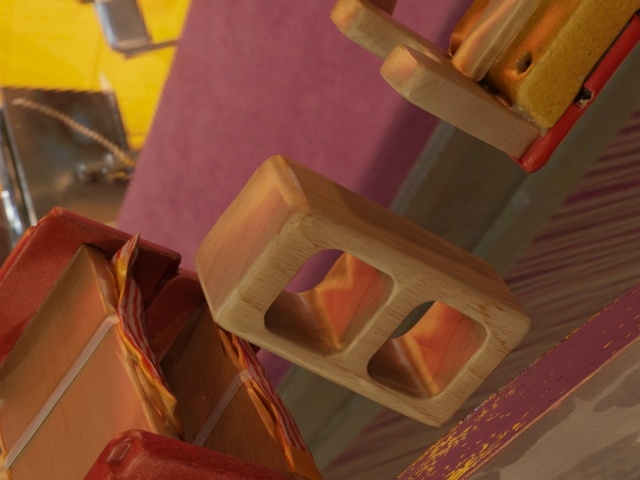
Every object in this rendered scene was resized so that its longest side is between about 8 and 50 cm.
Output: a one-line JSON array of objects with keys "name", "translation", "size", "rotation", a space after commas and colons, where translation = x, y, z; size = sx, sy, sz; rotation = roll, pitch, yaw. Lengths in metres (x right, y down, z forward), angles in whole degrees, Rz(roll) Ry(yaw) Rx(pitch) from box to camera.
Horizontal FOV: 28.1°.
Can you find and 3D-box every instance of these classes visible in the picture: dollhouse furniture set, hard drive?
[{"name": "dollhouse furniture set", "translation": [0.000, 0.000, 0.552], "size": [0.374, 0.152, 0.201], "rotation": [-53, 34, 15]}, {"name": "hard drive", "translation": [0.104, 0.110, 0.638], "size": [0.054, 0.254, 0.172], "rotation": [50, -175, 2]}]
